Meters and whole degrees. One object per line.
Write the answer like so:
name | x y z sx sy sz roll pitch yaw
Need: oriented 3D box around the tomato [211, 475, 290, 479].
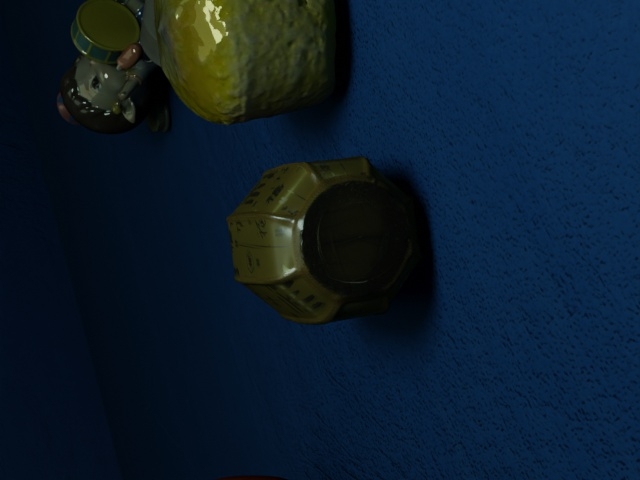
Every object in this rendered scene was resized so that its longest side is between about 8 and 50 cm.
tomato | -0.061 0.410 1.257 0.298 0.226 0.299 19 112 60

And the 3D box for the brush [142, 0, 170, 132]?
brush | -0.281 -0.305 1.769 0.062 0.027 0.266 -13 87 61

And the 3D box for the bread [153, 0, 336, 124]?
bread | -0.077 -0.211 1.091 0.197 0.170 0.197 171 90 -71

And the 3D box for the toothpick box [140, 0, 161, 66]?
toothpick box | -0.159 -0.303 1.346 0.181 0.111 0.111 114 141 -54

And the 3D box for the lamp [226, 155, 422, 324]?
lamp | 0.000 0.000 1.019 0.185 0.161 0.161 -178 78 -68

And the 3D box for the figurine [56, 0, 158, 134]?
figurine | -0.324 -0.256 1.676 0.275 0.158 0.161 126 140 -48
